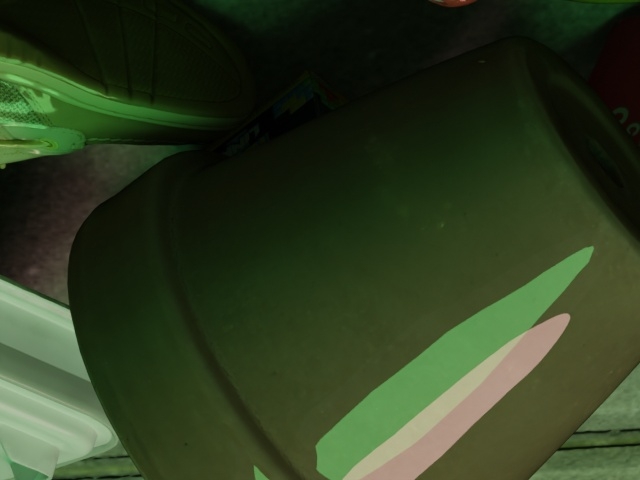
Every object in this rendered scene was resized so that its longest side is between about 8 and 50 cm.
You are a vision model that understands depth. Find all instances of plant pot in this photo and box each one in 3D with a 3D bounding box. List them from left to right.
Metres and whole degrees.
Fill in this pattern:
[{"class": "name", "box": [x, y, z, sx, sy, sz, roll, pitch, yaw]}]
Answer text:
[{"class": "plant pot", "box": [0.050, 0.027, 0.952, 0.229, 0.263, 0.263, -35, 129, 20]}]

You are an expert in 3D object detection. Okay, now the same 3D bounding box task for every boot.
[{"class": "boot", "box": [-0.182, -0.046, 1.023, 0.262, 0.095, 0.203, 5, 137, -23]}]

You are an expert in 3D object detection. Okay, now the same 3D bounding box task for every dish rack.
[{"class": "dish rack", "box": [-0.274, 0.079, 1.052, 0.285, 0.072, 0.333, 27, 151, -31]}]

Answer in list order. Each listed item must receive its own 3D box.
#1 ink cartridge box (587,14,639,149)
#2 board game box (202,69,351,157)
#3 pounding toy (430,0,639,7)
[{"class": "ink cartridge box", "box": [0.303, -0.009, 1.008, 0.306, 0.131, 0.226, 6, 152, 49]}, {"class": "board game box", "box": [0.000, 0.000, 1.129, 0.141, 0.048, 0.170, -35, 129, 24]}, {"class": "pounding toy", "box": [0.121, -0.137, 0.871, 0.237, 0.110, 0.183, 35, 144, -7]}]
